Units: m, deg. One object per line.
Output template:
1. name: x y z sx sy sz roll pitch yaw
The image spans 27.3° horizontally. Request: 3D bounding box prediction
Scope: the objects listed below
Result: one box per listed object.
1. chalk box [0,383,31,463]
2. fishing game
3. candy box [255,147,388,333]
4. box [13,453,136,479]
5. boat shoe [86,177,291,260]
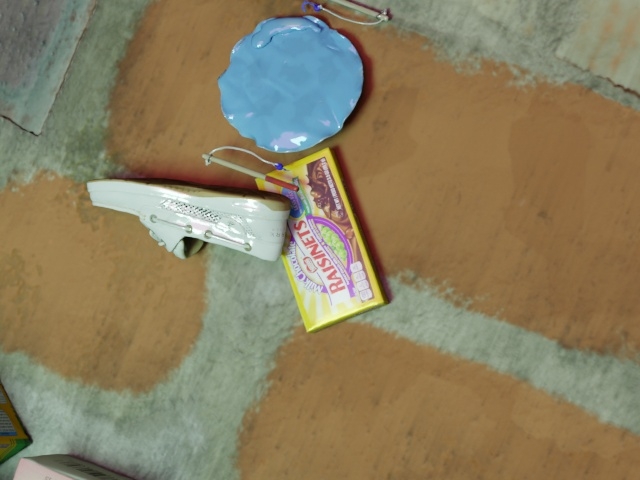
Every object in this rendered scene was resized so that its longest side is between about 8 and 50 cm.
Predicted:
1. chalk box: -0.554 0.257 1.661 0.289 0.180 0.179 -35 75 11
2. fishing game: -0.037 -0.192 1.639 0.189 0.041 0.264 20 78 19
3. candy box: 0.000 0.000 1.611 0.105 0.027 0.205 -23 77 16
4. box: -0.310 0.392 1.599 0.149 0.127 0.232 17 88 17
5. boat shoe: -0.171 -0.024 1.626 0.277 0.098 0.096 9 100 25
